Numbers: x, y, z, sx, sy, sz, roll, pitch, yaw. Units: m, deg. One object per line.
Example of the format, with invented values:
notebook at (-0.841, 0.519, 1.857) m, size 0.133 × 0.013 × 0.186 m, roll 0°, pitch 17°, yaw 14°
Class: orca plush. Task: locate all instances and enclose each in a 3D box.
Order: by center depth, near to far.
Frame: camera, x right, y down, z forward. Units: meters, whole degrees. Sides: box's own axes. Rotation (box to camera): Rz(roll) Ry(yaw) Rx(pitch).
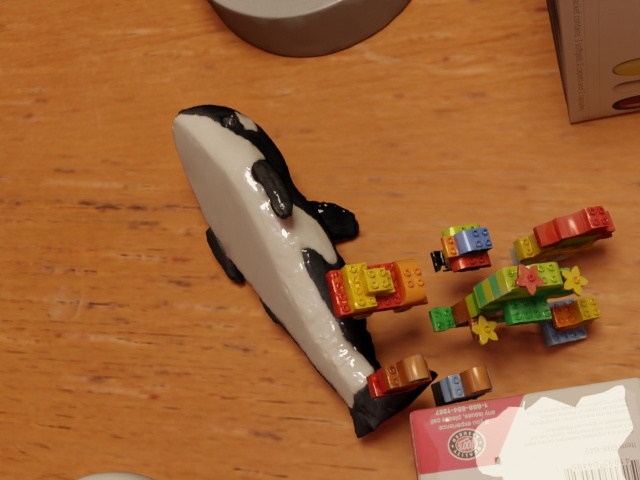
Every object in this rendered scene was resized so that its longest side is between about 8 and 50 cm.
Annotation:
orca plush at (0.000, 0.000, 0.751) m, size 0.102 × 0.151 × 0.287 m, roll -27°, pitch 59°, yaw -28°

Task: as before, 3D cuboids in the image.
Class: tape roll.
tape roll at (-0.012, -0.276, 0.860) m, size 0.219 × 0.072 × 0.219 m, roll -5°, pitch 70°, yaw 15°

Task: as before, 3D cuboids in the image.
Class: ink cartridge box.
ink cartridge box at (0.155, 0.215, 0.636) m, size 0.158 × 0.092 × 0.218 m, roll -11°, pitch 68°, yaw 13°

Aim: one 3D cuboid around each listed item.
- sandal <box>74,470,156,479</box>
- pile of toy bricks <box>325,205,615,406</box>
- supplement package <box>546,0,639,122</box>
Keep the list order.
sandal at (-0.134, 0.344, 0.553) m, size 0.169 × 0.102 × 0.417 m, roll -15°, pitch 69°, yaw 11°
pile of toy bricks at (0.122, 0.037, 0.650) m, size 0.212 × 0.105 × 0.118 m, roll -8°, pitch 72°, yaw -23°
supplement package at (0.223, -0.235, 0.672) m, size 0.145 × 0.262 × 0.204 m, roll -10°, pitch 70°, yaw 14°
